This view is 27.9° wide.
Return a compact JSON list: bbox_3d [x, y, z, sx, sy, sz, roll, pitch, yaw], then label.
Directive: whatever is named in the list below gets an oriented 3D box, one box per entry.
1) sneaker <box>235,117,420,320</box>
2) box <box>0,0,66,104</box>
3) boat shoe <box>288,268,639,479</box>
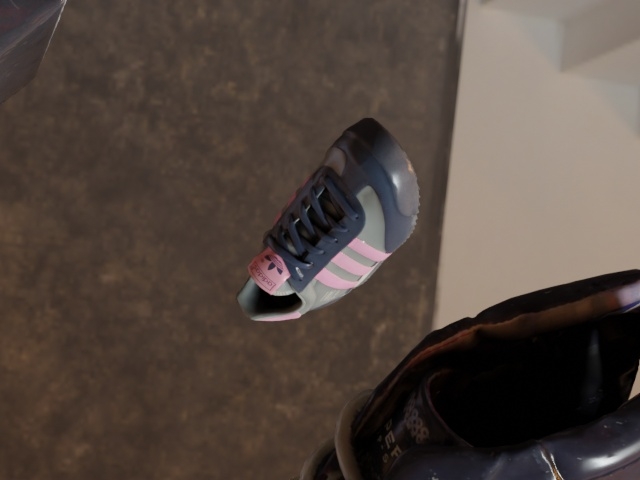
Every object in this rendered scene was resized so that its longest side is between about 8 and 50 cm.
[{"bbox_3d":[0.000,0.000,1.250,0.131,0.112,0.319,-29,163,-24],"label":"sneaker"},{"bbox_3d":[-0.213,-0.090,0.498,0.156,0.158,0.093,47,156,-5],"label":"box"},{"bbox_3d":[0.011,0.123,0.528,0.340,0.127,0.158,-23,136,-7],"label":"boat shoe"}]
